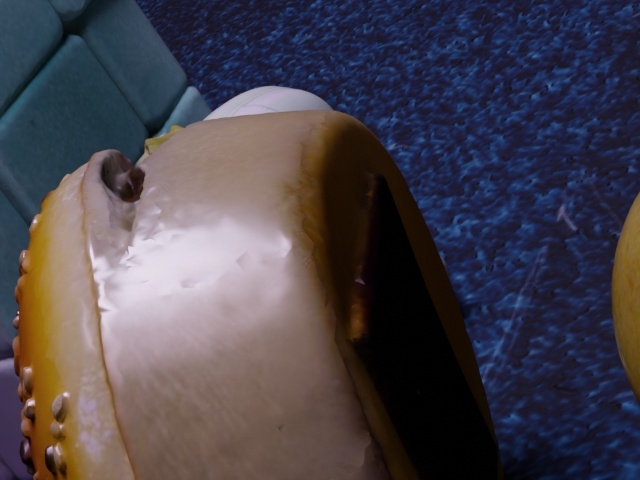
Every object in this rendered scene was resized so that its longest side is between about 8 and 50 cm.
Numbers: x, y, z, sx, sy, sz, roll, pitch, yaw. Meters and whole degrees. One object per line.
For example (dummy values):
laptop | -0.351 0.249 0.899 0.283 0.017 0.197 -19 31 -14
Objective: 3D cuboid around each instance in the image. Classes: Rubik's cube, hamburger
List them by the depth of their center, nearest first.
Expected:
hamburger | -0.025 0.089 0.724 0.176 0.300 0.300 -16 29 12
Rubik's cube | -0.288 -0.026 1.203 0.318 0.316 0.322 -17 32 34

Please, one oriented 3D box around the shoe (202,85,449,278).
shoe | 0.000 0.000 1.025 0.160 0.132 0.363 -23 32 25

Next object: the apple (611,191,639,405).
apple | 0.209 0.024 0.680 0.182 0.182 0.155 -23 57 24
